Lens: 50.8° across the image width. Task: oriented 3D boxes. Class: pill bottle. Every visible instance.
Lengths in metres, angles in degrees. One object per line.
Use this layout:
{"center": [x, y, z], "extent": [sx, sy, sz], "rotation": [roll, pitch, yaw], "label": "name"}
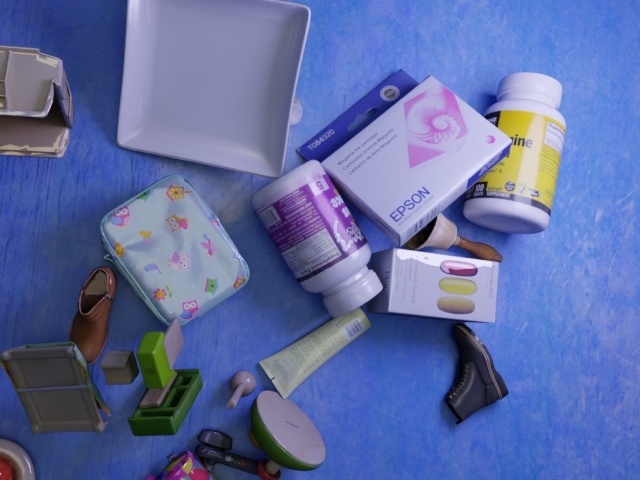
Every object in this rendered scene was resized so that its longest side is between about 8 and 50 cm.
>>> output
{"center": [0.443, -0.195, 1.516], "extent": [0.188, 0.188, 0.333], "rotation": [16, 80, -13], "label": "pill bottle"}
{"center": [0.000, 0.000, 1.384], "extent": [0.169, 0.169, 0.301], "rotation": [-32, 93, -16], "label": "pill bottle"}

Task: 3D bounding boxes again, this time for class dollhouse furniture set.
{"center": [-0.403, 0.243, 1.258], "extent": [0.302, 0.151, 0.197], "rotation": [-4, 115, 11], "label": "dollhouse furniture set"}

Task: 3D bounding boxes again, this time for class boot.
{"center": [0.314, 0.296, 1.490], "extent": [0.137, 0.077, 0.197], "rotation": [-32, 92, -11], "label": "boot"}
{"center": [-0.432, 0.142, 1.261], "extent": [0.073, 0.152, 0.197], "rotation": [11, 81, -13], "label": "boot"}

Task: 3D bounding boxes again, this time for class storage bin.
{"center": [-0.590, -0.243, 1.205], "extent": [0.261, 0.262, 0.123], "rotation": [1, 81, -15], "label": "storage bin"}

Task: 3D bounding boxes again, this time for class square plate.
{"center": [-0.215, -0.319, 1.327], "extent": [0.344, 0.049, 0.347], "rotation": [12, 113, -1], "label": "square plate"}

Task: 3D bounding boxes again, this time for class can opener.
{"center": [-0.165, 0.441, 1.349], "extent": [0.186, 0.059, 0.073], "rotation": [26, 77, -11], "label": "can opener"}

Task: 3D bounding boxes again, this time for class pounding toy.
{"center": [-0.111, 0.386, 1.332], "extent": [0.237, 0.183, 0.110], "rotation": [42, 102, -7], "label": "pounding toy"}

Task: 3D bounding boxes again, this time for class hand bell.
{"center": [0.316, 0.005, 1.520], "extent": [0.242, 0.126, 0.126], "rotation": [23, 78, -25], "label": "hand bell"}

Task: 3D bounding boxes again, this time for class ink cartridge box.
{"center": [0.170, -0.201, 1.425], "extent": [0.324, 0.071, 0.330], "rotation": [-40, 69, -13], "label": "ink cartridge box"}

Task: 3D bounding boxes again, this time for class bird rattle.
{"center": [-0.595, 0.459, 1.202], "extent": [0.254, 0.143, 0.206], "rotation": [14, 64, -16], "label": "bird rattle"}

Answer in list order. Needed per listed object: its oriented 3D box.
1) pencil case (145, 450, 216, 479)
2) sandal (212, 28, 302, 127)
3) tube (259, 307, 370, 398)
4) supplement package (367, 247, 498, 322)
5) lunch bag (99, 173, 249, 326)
{"center": [-0.222, 0.512, 1.296], "extent": [0.104, 0.104, 0.236], "rotation": [-42, 100, -15], "label": "pencil case"}
{"center": [-0.198, -0.395, 1.405], "extent": [0.102, 0.169, 0.416], "rotation": [-34, 95, 24], "label": "sandal"}
{"center": [-0.006, 0.225, 1.420], "extent": [0.240, 0.070, 0.062], "rotation": [-35, 127, -13], "label": "tube"}
{"center": [0.242, 0.101, 1.456], "extent": [0.244, 0.134, 0.138], "rotation": [7, 83, -14], "label": "supplement package"}
{"center": [-0.296, 0.023, 1.335], "extent": [0.224, 0.108, 0.279], "rotation": [-35, 93, -13], "label": "lunch bag"}
